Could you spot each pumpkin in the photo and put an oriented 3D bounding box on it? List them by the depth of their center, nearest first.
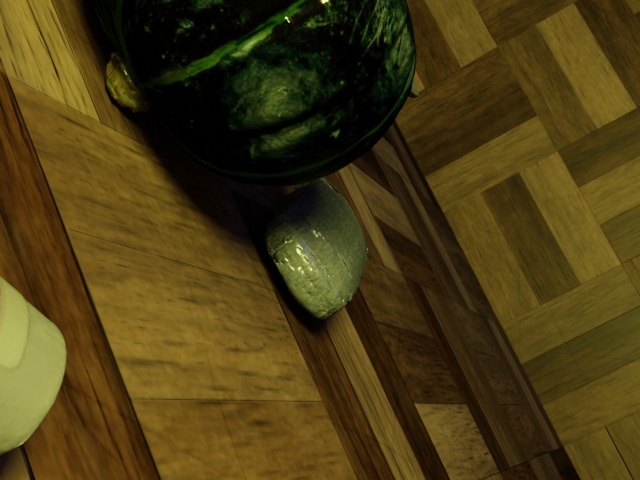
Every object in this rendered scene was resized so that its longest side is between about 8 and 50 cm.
[{"bbox_3d":[-0.066,-0.181,0.777,0.315,0.238,0.315,60,-6,10],"label":"pumpkin"}]

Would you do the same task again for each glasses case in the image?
[{"bbox_3d":[0.000,0.000,0.999,0.109,0.067,0.282,56,15,-8],"label":"glasses case"}]

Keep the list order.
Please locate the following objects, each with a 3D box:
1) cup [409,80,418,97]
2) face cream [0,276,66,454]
[{"bbox_3d":[0.000,-0.336,1.504,0.347,0.163,0.347,57,13,-20],"label":"cup"},{"bbox_3d":[-0.174,0.002,0.338,0.198,0.057,0.084,51,16,-40],"label":"face cream"}]
